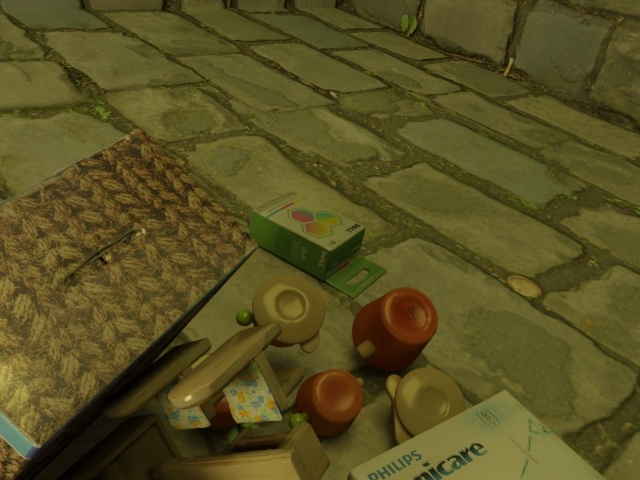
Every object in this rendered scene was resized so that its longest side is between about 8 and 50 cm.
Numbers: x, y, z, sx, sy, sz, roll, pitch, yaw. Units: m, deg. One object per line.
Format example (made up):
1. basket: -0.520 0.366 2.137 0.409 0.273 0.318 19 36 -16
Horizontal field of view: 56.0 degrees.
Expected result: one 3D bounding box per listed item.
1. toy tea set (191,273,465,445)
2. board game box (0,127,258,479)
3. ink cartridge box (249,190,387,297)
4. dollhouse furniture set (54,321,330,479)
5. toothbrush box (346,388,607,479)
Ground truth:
1. toy tea set: 0.002 0.150 0.727 0.336 0.124 0.200 7 62 -13
2. board game box: -0.227 0.084 0.508 0.141 0.291 0.232 45 43 -1
3. ink cartridge box: 0.000 0.000 0.971 0.209 0.062 0.109 28 35 23
4. dollhouse furniture set: -0.105 0.209 0.446 0.242 0.212 0.161 -19 12 36
5. toothbrush box: 0.180 0.297 0.506 0.216 0.126 0.295 -12 38 -33
